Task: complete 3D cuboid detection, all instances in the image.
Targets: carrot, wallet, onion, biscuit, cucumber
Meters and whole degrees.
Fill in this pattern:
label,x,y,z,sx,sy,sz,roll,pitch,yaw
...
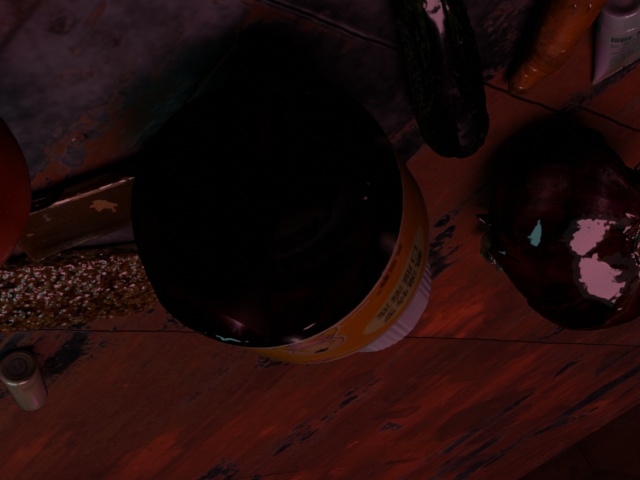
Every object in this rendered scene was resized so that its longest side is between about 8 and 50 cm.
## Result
label,x,y,z,sx,sy,sz,roll,pitch,yaw
carrot,0.235,-0.218,0.894,0.059,0.059,0.248,-13,152,-19
wallet,-0.208,-0.034,0.899,0.176,0.026,0.095,-20,157,-5
onion,0.314,-0.013,1.138,0.221,0.280,0.281,-66,153,-13
biscuit,-0.273,0.053,0.998,0.230,0.025,0.131,-8,148,-27
cucumber,0.115,-0.165,0.873,0.074,0.074,0.241,-25,150,1

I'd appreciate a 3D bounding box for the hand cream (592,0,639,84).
label,x,y,z,sx,sy,sz,roll,pitch,yaw
hand cream,0.315,-0.214,0.974,0.076,0.047,0.174,-30,160,10

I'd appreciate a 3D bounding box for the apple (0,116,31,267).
label,x,y,z,sx,sy,sz,roll,pitch,yaw
apple,-0.302,-0.043,0.659,0.180,0.181,0.168,-17,150,-12

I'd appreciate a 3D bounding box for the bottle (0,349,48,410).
label,x,y,z,sx,sy,sz,roll,pitch,yaw
bottle,-0.352,0.169,1.113,0.045,0.045,0.096,-16,151,-14

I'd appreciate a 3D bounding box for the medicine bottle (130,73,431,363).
label,x,y,z,sx,sy,sz,roll,pitch,yaw
medicine bottle,0.000,0.000,0.915,0.242,0.243,0.395,-30,163,12
